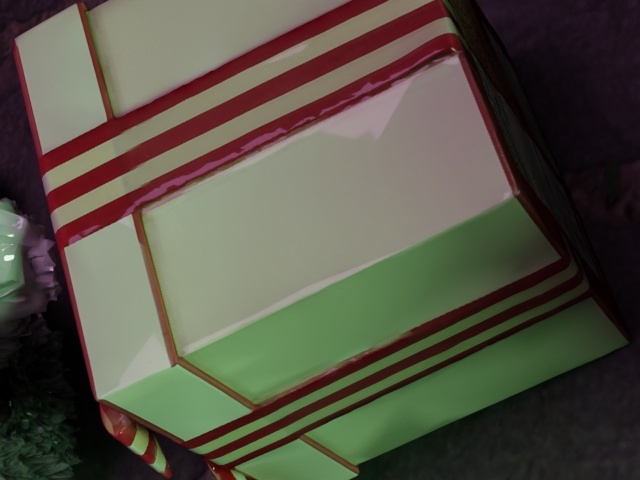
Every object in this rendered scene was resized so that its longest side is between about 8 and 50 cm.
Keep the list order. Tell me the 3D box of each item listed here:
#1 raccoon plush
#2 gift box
[{"bbox_3d":[-0.245,0.003,1.038,0.446,0.216,0.299,-40,49,44],"label":"raccoon plush"},{"bbox_3d":[0.000,0.000,0.852,0.258,0.276,0.255,-25,55,13],"label":"gift box"}]
